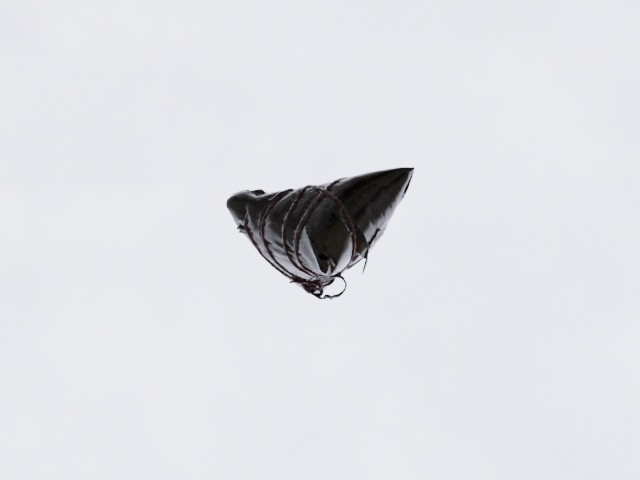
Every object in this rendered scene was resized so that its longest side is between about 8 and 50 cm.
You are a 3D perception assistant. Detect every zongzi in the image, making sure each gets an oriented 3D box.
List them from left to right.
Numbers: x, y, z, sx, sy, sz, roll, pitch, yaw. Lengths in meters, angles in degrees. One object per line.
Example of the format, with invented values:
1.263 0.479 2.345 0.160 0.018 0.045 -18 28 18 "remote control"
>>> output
0.000 0.000 0.781 0.067 0.083 0.073 51 -147 -16 "zongzi"
